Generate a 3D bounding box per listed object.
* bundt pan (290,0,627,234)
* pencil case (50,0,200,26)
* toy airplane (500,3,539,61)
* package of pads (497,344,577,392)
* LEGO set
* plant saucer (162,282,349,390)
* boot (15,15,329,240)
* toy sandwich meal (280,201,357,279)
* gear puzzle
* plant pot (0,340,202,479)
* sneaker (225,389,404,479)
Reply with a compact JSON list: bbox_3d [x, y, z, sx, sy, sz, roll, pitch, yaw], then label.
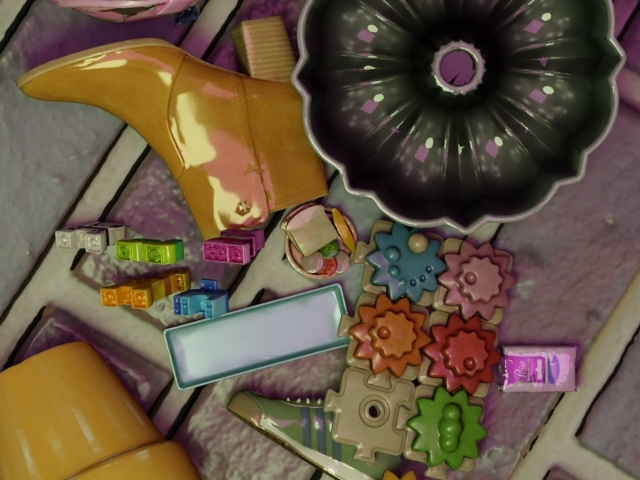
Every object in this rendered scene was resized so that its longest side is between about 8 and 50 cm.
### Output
[{"bbox_3d":[0.136,-0.177,1.890,0.331,0.124,0.331,0,98,2],"label":"bundt pan"},{"bbox_3d":[-0.182,-0.411,1.852,0.167,0.160,0.386,1,90,-14],"label":"pencil case"},{"bbox_3d":[0.195,-0.239,1.958,0.151,0.028,0.151,0,92,-5],"label":"toy airplane"},{"bbox_3d":[0.229,0.135,1.967,0.083,0.032,0.050,0,88,-6],"label":"package of pads"},{"bbox_3d":[-0.146,0.028,1.881,0.227,0.093,0.087,5,105,30],"label":"LEGO set"},{"bbox_3d":[-0.064,0.100,1.944,0.192,0.018,0.067,-15,93,-6],"label":"plant saucer"},{"bbox_3d":[-0.145,-0.101,1.889,0.295,0.104,0.211,-11,92,-10],"label":"boot"},{"bbox_3d":[0.000,0.000,1.942,0.085,0.029,0.085,0,91,-6],"label":"toy sandwich meal"},{"bbox_3d":[0.097,0.150,1.905,0.175,0.044,0.339,15,77,-14],"label":"gear puzzle"},{"bbox_3d":[-0.246,0.211,1.849,0.205,0.205,0.188,-27,78,-5],"label":"plant pot"},{"bbox_3d":[0.003,0.189,1.934,0.192,0.064,0.086,32,80,-5],"label":"sneaker"}]
